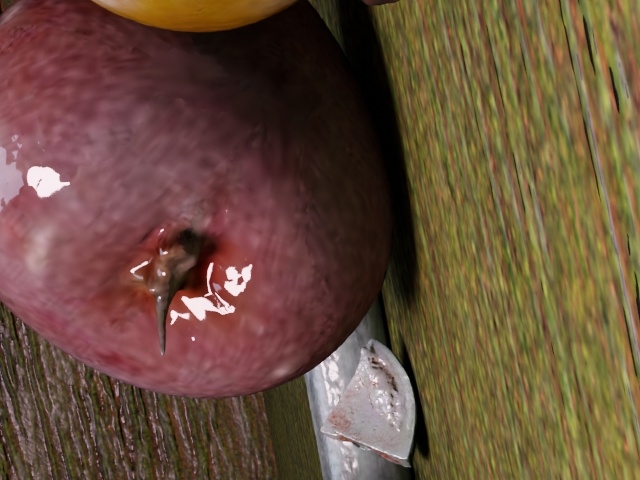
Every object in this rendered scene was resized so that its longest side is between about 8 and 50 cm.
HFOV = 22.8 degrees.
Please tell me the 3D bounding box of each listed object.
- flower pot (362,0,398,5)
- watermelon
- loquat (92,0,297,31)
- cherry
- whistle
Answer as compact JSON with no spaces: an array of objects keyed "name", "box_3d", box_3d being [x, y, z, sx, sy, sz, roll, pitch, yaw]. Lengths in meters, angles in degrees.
[{"name":"flower pot","box_3d":[0.024,-0.177,0.445,0.251,0.084,0.178,-117,18,-66]},{"name":"watermelon","box_3d":[0.027,0.105,0.992,0.085,0.061,0.085,167,90,-71]},{"name":"loquat","box_3d":[-0.066,-0.194,0.767,0.227,0.179,0.179,-142,40,-59]},{"name":"cherry","box_3d":[-0.082,-0.048,0.909,0.221,0.261,0.307,-38,29,37]},{"name":"whistle","box_3d":[0.017,0.079,1.064,0.062,0.062,0.312,-173,73,-84]}]
